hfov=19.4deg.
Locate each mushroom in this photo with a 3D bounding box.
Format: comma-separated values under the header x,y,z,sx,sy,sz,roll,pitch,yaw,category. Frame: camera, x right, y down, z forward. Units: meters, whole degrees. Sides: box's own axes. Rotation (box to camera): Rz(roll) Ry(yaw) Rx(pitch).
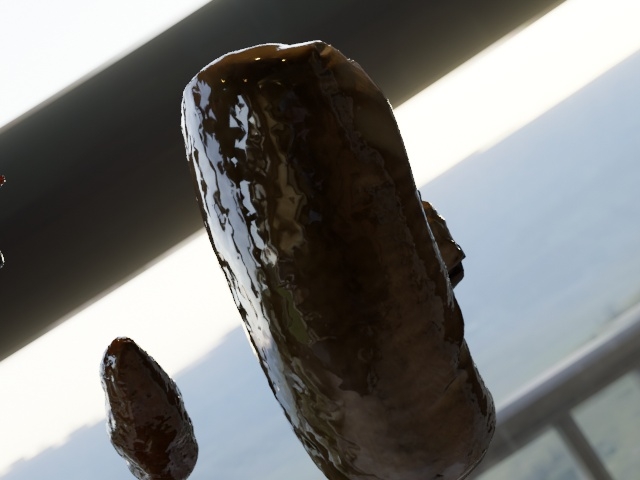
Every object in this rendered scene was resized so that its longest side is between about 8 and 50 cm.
x,y,z,sx,sy,sz,roll,pitch,yaw,category
0.000,0.024,1.661,0.224,0.313,0.397,-15,-37,10,mushroom

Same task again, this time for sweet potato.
x,y,z,sx,sy,sz,roll,pitch,yaw,category
-0.200,0.191,2.100,0.097,0.097,0.251,-32,-41,-13,sweet potato

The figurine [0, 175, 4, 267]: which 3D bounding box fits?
x,y,z,sx,sy,sz,roll,pitch,yaw,category
-0.376,-0.004,1.998,0.075,0.068,0.140,-16,-60,-39,figurine
